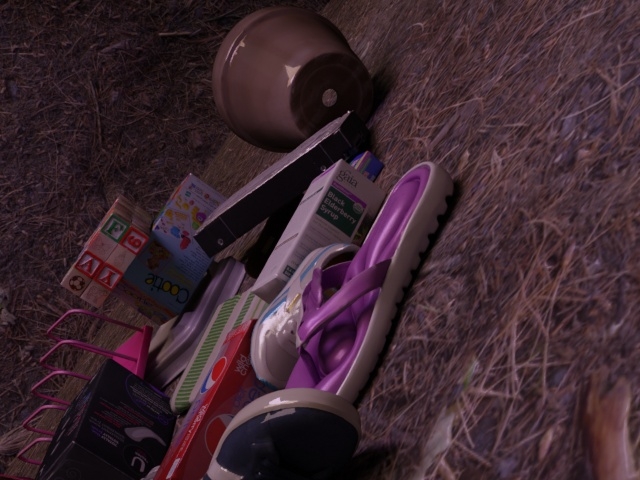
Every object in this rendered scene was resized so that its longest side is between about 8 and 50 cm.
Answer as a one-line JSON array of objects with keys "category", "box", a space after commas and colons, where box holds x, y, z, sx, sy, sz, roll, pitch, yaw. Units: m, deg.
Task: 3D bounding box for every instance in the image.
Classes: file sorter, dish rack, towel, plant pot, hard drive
[{"category": "file sorter", "box": [-0.488, 0.315, 1.886, 0.202, 0.182, 0.290, -37, 40, 49]}, {"category": "dish rack", "box": [-0.293, 0.181, 1.974, 0.333, 0.072, 0.285, -43, 18, 42]}, {"category": "towel", "box": [-0.149, 0.175, 1.585, 0.325, 0.038, 0.247, -31, 28, 53]}, {"category": "plant pot", "box": [-0.031, -0.320, 1.927, 0.323, 0.323, 0.280, -54, 31, -1]}, {"category": "hard drive", "box": [-0.069, -0.112, 1.716, 0.339, 0.064, 0.237, -34, 9, 17]}]

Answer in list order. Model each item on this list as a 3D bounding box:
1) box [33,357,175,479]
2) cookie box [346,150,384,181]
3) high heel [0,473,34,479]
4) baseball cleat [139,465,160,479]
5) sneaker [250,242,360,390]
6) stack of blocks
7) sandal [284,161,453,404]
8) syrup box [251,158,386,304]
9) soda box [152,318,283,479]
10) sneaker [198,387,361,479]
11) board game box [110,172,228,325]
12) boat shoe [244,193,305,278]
[{"category": "box", "box": [-0.366, 0.356, 1.583, 0.143, 0.165, 0.270, -49, 14, 16]}, {"category": "cookie box", "box": [0.052, -0.099, 1.570, 0.091, 0.040, 0.107, -57, 15, -16]}, {"category": "high heel", "box": [-0.539, 0.518, 1.726, 0.127, 0.181, 0.377, -60, 15, -24]}, {"category": "baseball cleat", "box": [-0.238, 0.361, 1.352, 0.206, 0.072, 0.109, -38, 14, 37]}, {"category": "sneaker", "box": [-0.017, 0.096, 1.237, 0.092, 0.087, 0.228, -24, 35, 60]}, {"category": "stack of blocks", "box": [-0.431, 0.015, 1.882, 0.171, 0.087, 0.297, -54, 13, 3]}, {"category": "sandal", "box": [0.029, 0.061, 1.130, 0.169, 0.102, 0.416, -30, 27, 59]}, {"category": "syrup box", "box": [0.000, 0.000, 1.390, 0.096, 0.093, 0.236, -32, 25, 57]}, {"category": "soda box", "box": [-0.123, 0.236, 1.225, 0.083, 0.092, 0.263, -37, 22, 51]}, {"category": "sneaker", "box": [-0.077, 0.289, 0.920, 0.350, 0.131, 0.148, -50, 22, 33]}, {"category": "board game box", "box": [-0.307, 0.021, 1.948, 0.275, 0.144, 0.142, -60, 14, -27]}, {"category": "boat shoe", "box": [-0.079, -0.013, 1.759, 0.190, 0.068, 0.072, -50, -2, 8]}]
